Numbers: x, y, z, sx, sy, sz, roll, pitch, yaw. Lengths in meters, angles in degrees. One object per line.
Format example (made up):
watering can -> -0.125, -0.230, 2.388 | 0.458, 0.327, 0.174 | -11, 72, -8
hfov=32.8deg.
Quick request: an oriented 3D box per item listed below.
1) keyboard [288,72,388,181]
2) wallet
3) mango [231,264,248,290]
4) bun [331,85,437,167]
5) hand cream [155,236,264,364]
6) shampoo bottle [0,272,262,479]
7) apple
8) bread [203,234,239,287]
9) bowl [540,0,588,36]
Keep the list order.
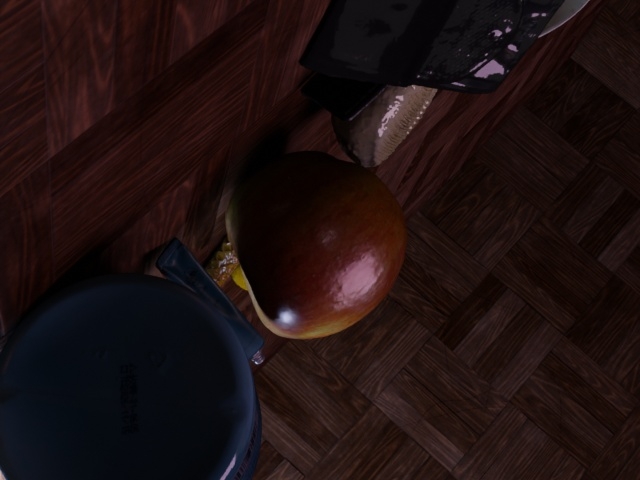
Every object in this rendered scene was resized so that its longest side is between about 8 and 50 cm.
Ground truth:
keyboard -> 0.059, -0.247, 1.582 | 0.381, 0.103, 0.041 | -50, 157, -10
wallet -> 0.162, -0.299, 1.482 | 0.323, 0.041, 0.247 | 8, 136, -26
mango -> -0.094, 0.022, 1.972 | 0.147, 0.109, 0.227 | -47, -177, 11
bun -> 0.091, -0.229, 1.710 | 0.220, 0.134, 0.220 | -50, 166, -17
hand cream -> -0.157, 0.097, 1.606 | 0.048, 0.224, 0.083 | -30, -161, 30
shampoo bottle -> -0.243, 0.238, 1.447 | 0.331, 0.331, 0.342 | -46, 170, -14
apple -> 0.000, 0.000, 1.690 | 0.301, 0.301, 0.301 | -47, 171, -10
bread -> -0.159, 0.026, 1.867 | 0.157, 0.044, 0.052 | -53, 167, 26
bowl -> 0.255, -0.415, 1.512 | 0.277, 0.145, 0.277 | -11, 145, -7
